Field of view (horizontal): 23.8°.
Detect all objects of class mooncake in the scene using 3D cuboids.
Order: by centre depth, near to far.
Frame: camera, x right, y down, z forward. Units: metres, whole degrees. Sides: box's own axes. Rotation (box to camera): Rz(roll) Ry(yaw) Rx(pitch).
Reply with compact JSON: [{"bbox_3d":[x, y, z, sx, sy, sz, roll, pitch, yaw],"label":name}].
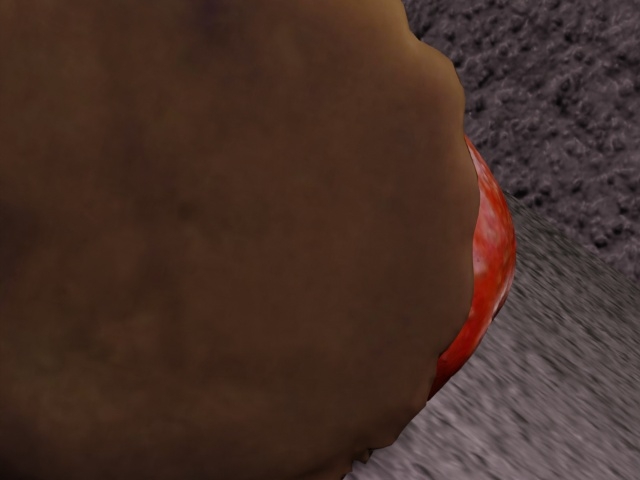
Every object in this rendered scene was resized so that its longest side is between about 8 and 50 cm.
[{"bbox_3d":[-0.091,-0.021,0.776,0.324,0.324,0.187,26,7,-24],"label":"mooncake"}]

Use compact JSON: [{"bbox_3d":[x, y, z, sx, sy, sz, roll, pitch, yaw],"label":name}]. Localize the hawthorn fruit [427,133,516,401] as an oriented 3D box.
[{"bbox_3d":[0.000,0.000,1.077,0.284,0.284,0.284,30,13,-7],"label":"hawthorn fruit"}]
